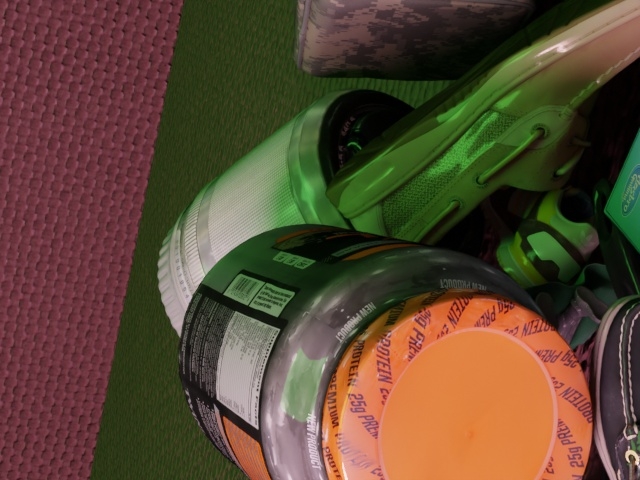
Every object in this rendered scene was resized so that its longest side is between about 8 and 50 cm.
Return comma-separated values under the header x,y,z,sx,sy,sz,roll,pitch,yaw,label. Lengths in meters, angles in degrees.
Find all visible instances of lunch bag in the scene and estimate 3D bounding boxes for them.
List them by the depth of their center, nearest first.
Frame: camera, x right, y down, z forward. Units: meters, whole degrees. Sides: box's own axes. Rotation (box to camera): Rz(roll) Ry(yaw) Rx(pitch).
x,y,z,sx,sy,sz,roll,pitch,yaw,label
0.082,-0.297,1.255,0.305,0.213,0.256,103,168,-83,lunch bag

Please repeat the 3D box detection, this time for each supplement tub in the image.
x,y,z,sx,sy,sz,roll,pitch,yaw,label
0.034,0.099,0.962,0.338,0.207,0.207,-166,85,-71,supplement tub

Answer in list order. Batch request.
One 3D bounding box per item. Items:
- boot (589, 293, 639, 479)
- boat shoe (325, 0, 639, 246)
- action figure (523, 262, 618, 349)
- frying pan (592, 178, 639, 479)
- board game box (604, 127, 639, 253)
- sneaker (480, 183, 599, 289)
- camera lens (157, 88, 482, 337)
x,y,z,sx,sy,sz,roll,pitch,yaw,label
0.229,0.139,0.773,0.178,0.085,0.236,148,117,-74,boot
0.162,-0.096,1.113,0.341,0.110,0.121,-34,9,30,boat shoe
0.158,0.113,1.128,0.232,0.137,0.063,110,146,-52,action figure
0.234,0.125,0.970,0.326,0.053,0.197,-109,33,-53,frying pan
0.305,-0.038,0.802,0.336,0.079,0.253,-114,37,-56,board game box
0.188,-0.016,1.159,0.084,0.069,0.185,-38,22,16,sneaker
0.000,0.000,1.346,0.274,0.219,0.219,-34,48,40,camera lens
